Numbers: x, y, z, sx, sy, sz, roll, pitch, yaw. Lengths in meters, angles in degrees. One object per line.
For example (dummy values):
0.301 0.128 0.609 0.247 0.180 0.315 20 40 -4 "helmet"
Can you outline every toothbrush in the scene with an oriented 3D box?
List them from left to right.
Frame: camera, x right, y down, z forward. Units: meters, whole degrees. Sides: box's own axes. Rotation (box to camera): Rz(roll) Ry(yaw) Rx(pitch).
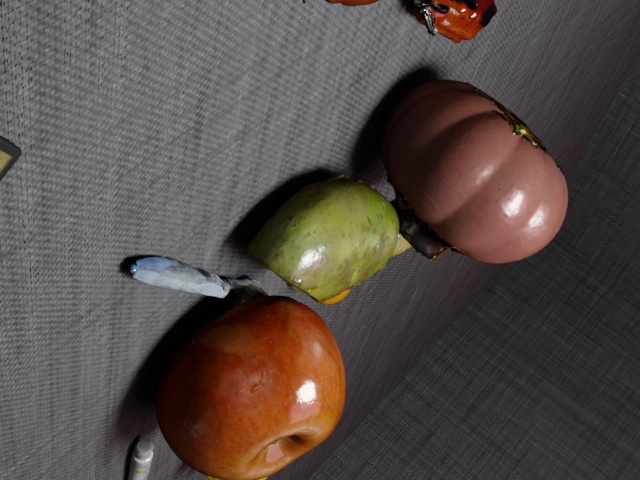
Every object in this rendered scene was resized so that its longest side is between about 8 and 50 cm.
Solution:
-0.143 0.053 1.297 0.035 0.042 0.413 -54 162 4 "toothbrush"

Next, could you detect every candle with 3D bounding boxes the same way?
0.174 -0.306 1.382 0.302 0.059 0.084 -17 130 -67 "candle"

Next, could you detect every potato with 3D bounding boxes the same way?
0.000 0.000 1.412 0.298 0.141 0.176 -11 124 -57 "potato"

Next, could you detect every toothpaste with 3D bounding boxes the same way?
-0.275 0.350 1.581 0.048 0.031 0.190 -46 166 -34 "toothpaste"

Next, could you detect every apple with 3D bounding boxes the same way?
-0.092 0.205 1.408 0.272 0.206 0.251 -36 162 13 "apple"

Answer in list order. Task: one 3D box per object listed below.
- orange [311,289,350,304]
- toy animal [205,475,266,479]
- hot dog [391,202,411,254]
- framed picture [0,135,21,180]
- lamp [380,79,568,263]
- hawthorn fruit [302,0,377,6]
0.010 0.062 1.664 0.083 0.083 0.083 -47 163 -19 "orange"
-0.135 0.338 1.771 0.156 0.156 0.229 -40 150 -39 "toy animal"
0.115 -0.014 1.802 0.073 0.084 0.242 -56 165 24 "hot dog"
-0.362 0.038 0.680 0.347 0.016 0.265 -52 165 -3 "framed picture"
0.211 -0.087 1.530 0.239 0.305 0.305 -45 167 15 "lamp"
0.017 -0.277 0.852 0.148 0.148 0.172 -27 142 -57 "hawthorn fruit"
